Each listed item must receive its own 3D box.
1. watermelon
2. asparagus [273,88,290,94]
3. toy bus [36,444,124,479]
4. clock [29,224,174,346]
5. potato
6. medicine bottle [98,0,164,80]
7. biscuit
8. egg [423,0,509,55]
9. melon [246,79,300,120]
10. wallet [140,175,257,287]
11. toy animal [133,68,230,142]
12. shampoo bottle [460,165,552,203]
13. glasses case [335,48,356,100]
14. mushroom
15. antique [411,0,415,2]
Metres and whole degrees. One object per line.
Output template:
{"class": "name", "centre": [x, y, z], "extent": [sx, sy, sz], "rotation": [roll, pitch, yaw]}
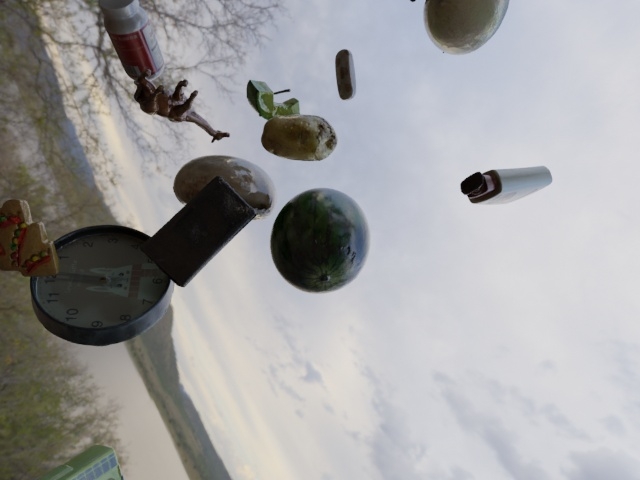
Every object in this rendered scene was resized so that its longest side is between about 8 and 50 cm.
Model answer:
{"class": "watermelon", "centre": [0.000, 0.000, 1.591], "extent": [0.363, 0.363, 0.363], "rotation": [44, -32, 38]}
{"class": "asparagus", "centre": [-0.175, -0.596, 1.973], "extent": [0.015, 0.114, 0.014], "rotation": [-75, 151, -53]}
{"class": "toy bus", "centre": [-0.519, 0.516, 1.026], "extent": [0.088, 0.175, 0.101], "rotation": [-7, -82, 33]}
{"class": "clock", "centre": [-0.617, 0.114, 1.398], "extent": [0.386, 0.386, 0.076], "rotation": [52, -36, 26]}
{"class": "potato", "centre": [-0.045, -0.227, 1.071], "extent": [0.080, 0.170, 0.107], "rotation": [112, -19, -65]}
{"class": "medicine bottle", "centre": [-0.572, -0.620, 1.490], "extent": [0.131, 0.131, 0.250], "rotation": [52, -18, 28]}
{"class": "biscuit", "centre": [-0.788, 0.012, 1.274], "extent": [0.238, 0.212, 0.041], "rotation": [42, 11, -11]}
{"class": "egg", "centre": [0.387, -0.650, 1.346], "extent": [0.271, 0.161, 0.206], "rotation": [-53, -134, 33]}
{"class": "melon", "centre": [-0.150, -0.442, 1.590], "extent": [0.118, 0.209, 0.064], "rotation": [-59, -134, 33]}
{"class": "wallet", "centre": [-0.351, -0.029, 1.430], "extent": [0.170, 0.321, 0.044], "rotation": [43, -20, -1]}
{"class": "toy animal", "centre": [-0.300, -0.290, 1.094], "extent": [0.229, 0.224, 0.067], "rotation": [148, -54, -66]}
{"class": "shampoo bottle", "centre": [0.420, -0.130, 1.163], "extent": [0.153, 0.284, 0.071], "rotation": [-25, -102, 46]}
{"class": "glasses case", "centre": [0.082, -0.543, 1.600], "extent": [0.063, 0.041, 0.164], "rotation": [-5, -88, 42]}
{"class": "mushroom", "centre": [-0.336, -0.141, 1.711], "extent": [0.362, 0.362, 0.295], "rotation": [-2, -100, 63]}
{"class": "antique", "centre": [0.325, -0.817, 1.351], "extent": [0.093, 0.087, 0.310], "rotation": [41, -28, -7]}
